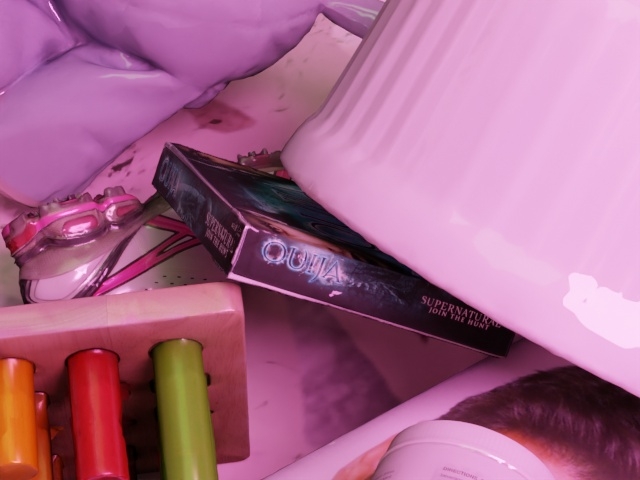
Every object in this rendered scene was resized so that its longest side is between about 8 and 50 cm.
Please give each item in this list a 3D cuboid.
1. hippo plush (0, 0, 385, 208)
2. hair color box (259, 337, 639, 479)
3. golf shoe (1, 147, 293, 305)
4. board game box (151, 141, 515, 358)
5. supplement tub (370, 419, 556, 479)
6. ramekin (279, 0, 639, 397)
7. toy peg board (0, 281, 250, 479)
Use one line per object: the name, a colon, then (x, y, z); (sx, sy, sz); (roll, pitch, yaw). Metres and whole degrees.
hippo plush: (-0.109, -0.188, 0.917); (0.294, 0.234, 0.237); (-20, 34, 8)
hair color box: (-0.002, 0.197, 0.630); (0.374, 0.114, 0.185); (-26, 51, -22)
golf shoe: (-0.067, 0.006, 0.859); (0.186, 0.067, 0.086); (-17, 85, -25)
board game box: (0.000, 0.000, 0.752); (0.126, 0.026, 0.186); (17, 8, -19)
supplement tub: (0.037, 0.123, 0.573); (0.071, 0.071, 0.107); (16, 49, 16)
ramekin: (0.134, -0.031, 0.725); (0.277, 0.135, 0.277); (26, 9, -4)
toy peg board: (-0.107, 0.096, 0.707); (0.160, 0.161, 0.079); (-7, 61, -5)
